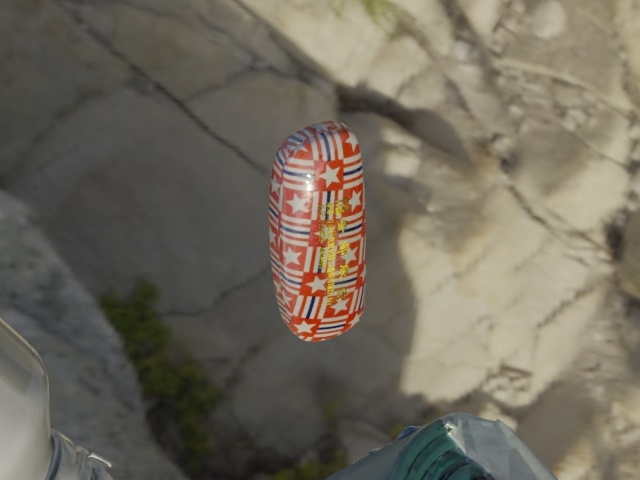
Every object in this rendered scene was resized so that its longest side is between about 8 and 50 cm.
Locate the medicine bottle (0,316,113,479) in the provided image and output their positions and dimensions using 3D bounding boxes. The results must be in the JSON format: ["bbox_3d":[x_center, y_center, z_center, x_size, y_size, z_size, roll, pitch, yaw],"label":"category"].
[{"bbox_3d":[-0.198,0.082,0.881,0.135,0.215,0.135,-33,28,20],"label":"medicine bottle"}]

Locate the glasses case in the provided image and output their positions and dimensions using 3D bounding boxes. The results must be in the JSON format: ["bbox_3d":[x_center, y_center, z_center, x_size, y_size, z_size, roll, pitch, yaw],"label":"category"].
[{"bbox_3d":[0.000,0.000,1.473,0.049,0.073,0.194,46,148,45],"label":"glasses case"}]

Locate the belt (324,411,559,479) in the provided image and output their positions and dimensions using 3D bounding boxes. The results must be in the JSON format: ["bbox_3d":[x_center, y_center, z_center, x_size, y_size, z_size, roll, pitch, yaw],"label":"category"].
[{"bbox_3d":[0.118,0.364,1.596,0.173,0.300,0.436,-31,46,42],"label":"belt"}]
